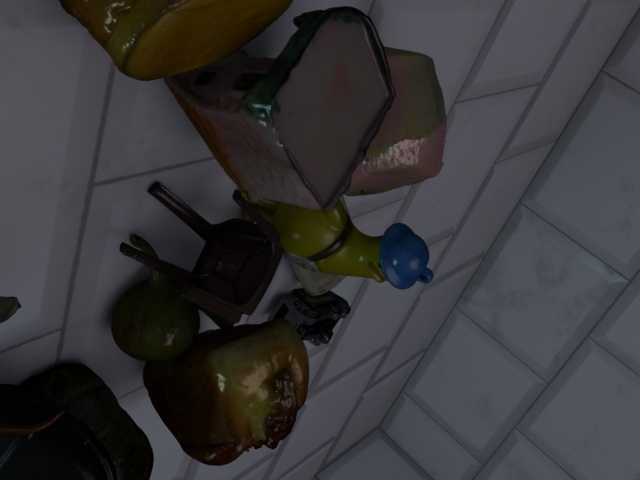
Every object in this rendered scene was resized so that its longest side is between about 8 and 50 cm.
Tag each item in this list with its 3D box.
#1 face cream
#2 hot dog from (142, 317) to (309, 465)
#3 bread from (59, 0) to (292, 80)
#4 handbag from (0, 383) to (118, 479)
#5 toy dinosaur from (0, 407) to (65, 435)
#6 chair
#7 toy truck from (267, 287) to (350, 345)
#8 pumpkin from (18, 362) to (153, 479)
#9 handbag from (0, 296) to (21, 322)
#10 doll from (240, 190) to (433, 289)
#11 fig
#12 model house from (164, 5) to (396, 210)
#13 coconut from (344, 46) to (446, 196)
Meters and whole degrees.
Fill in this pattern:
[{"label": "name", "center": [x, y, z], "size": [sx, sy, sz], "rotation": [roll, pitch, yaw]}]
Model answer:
[{"label": "face cream", "center": [0.000, 0.000, 1.539], "size": [0.173, 0.081, 0.348], "rotation": [-45, 156, -10]}, {"label": "hot dog", "center": [-0.167, 0.280, 1.294], "size": [0.185, 0.223, 0.405], "rotation": [-19, 180, -35]}, {"label": "bread", "center": [-0.147, -0.278, 0.765], "size": [0.195, 0.142, 0.270], "rotation": [-35, 179, 43]}, {"label": "handbag", "center": [-0.450, 0.350, 1.044], "size": [0.254, 0.308, 0.093], "rotation": [-47, -166, 9]}, {"label": "toy dinosaur", "center": [-0.508, 0.272, 0.801], "size": [0.432, 0.208, 0.097], "rotation": [-1, 91, -25]}, {"label": "chair", "center": [-0.140, 0.051, 1.136], "size": [0.326, 0.183, 0.175], "rotation": [41, 72, -52]}, {"label": "toy truck", "center": [-0.022, 0.183, 1.727], "size": [0.253, 0.124, 0.114], "rotation": [-1, 127, -57]}, {"label": "pumpkin", "center": [-0.421, 0.386, 1.218], "size": [0.242, 0.232, 0.325], "rotation": [-36, 150, -22]}, {"label": "handbag", "center": [-0.532, 0.125, 0.772], "size": [0.253, 0.109, 0.316], "rotation": [-45, 157, 11]}, {"label": "doll", "center": [0.031, -0.003, 1.261], "size": [0.145, 0.363, 0.199], "rotation": [-61, 166, -26]}, {"label": "fig", "center": [-0.281, 0.088, 1.183], "size": [0.149, 0.149, 0.245], "rotation": [-27, 129, -41]}, {"label": "model house", "center": [-0.064, -0.195, 0.957], "size": [0.237, 0.237, 0.202], "rotation": [-62, 140, -22]}, {"label": "coconut", "center": [0.098, -0.213, 1.208], "size": [0.233, 0.245, 0.233], "rotation": [-11, 168, -2]}]
